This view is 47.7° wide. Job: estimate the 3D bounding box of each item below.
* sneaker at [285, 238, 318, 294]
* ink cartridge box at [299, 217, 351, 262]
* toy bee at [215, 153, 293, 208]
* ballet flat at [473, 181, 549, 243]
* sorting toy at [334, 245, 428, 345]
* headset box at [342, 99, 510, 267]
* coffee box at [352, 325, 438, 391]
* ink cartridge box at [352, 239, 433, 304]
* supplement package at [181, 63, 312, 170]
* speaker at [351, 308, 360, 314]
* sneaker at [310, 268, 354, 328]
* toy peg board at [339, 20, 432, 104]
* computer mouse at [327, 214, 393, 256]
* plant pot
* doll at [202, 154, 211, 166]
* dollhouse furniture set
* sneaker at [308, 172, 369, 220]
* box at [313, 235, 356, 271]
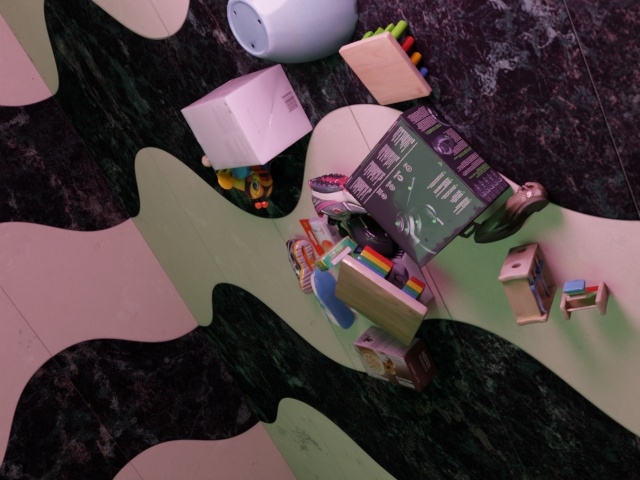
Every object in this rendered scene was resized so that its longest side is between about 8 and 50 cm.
[{"bbox_3d":[-0.059,0.082,2.396,0.083,0.084,0.215,23,133,47],"label":"sneaker"},{"bbox_3d":[0.000,0.000,2.242,0.179,0.045,0.145,-3,121,54],"label":"ink cartridge box"},{"bbox_3d":[-0.214,-0.178,2.169,0.298,0.195,0.162,15,108,62],"label":"toy bee"},{"bbox_3d":[0.403,-0.057,1.553,0.250,0.084,0.058,124,137,-62],"label":"ballet flat"},{"bbox_3d":[0.176,0.144,1.973,0.257,0.089,0.255,34,157,13],"label":"sorting toy"},{"bbox_3d":[0.234,-0.115,1.592,0.283,0.131,0.246,47,134,8],"label":"headset box"},{"bbox_3d":[0.233,0.370,2.279,0.246,0.098,0.141,7,130,54],"label":"coffee box"},{"bbox_3d":[0.190,0.072,2.041,0.223,0.045,0.224,4,127,55],"label":"ink cartridge box"},{"bbox_3d":[-0.203,-0.330,1.974,0.262,0.198,0.199,2,126,54],"label":"supplement package"},{"bbox_3d":[0.156,0.212,2.252,0.136,0.055,0.055,11,133,51],"label":"speaker"},{"bbox_3d":[0.023,0.194,2.397,0.092,0.087,0.229,3,125,57],"label":"sneaker"},{"bbox_3d":[0.153,-0.382,1.537,0.160,0.079,0.161,46,157,-26],"label":"toy peg board"},{"bbox_3d":[0.095,-0.019,2.013,0.262,0.060,0.184,49,152,25],"label":"computer mouse"},{"bbox_3d":[-0.089,-0.509,1.593,0.290,0.195,0.290,36,148,26],"label":"plant pot"},{"bbox_3d":[-0.279,-0.281,2.158,0.046,0.189,0.129,53,153,-3],"label":"doll"},{"bbox_3d":[0.501,0.083,1.541,0.183,0.129,0.129,-13,115,34],"label":"dollhouse furniture set"},{"bbox_3d":[0.093,-0.100,1.882,0.299,0.121,0.112,18,123,49],"label":"sneaker"},{"bbox_3d":[0.037,0.041,2.059,0.043,0.105,0.179,49,172,-4],"label":"box"}]
